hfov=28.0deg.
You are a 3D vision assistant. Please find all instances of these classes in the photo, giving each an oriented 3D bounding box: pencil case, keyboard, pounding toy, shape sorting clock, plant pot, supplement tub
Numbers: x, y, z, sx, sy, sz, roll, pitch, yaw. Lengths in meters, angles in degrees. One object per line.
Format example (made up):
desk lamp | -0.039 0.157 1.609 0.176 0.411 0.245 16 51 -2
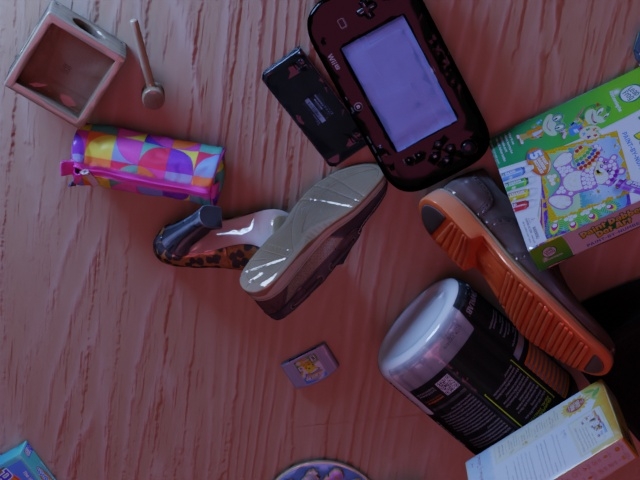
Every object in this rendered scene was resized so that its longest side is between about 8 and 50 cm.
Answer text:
pencil case | -0.259 -0.109 1.912 0.236 0.104 0.104 8 112 -1
keyboard | 0.007 -0.204 1.900 0.108 0.023 0.180 -32 108 21
pounding toy | -0.319 -0.258 1.864 0.206 0.094 0.181 30 106 -19
shape sorting clock | 0.004 0.462 2.157 0.206 0.040 0.206 1 112 3
plant pot | 0.477 0.169 1.943 0.167 0.188 0.187 -40 105 8
supplement tub | 0.258 0.221 1.963 0.316 0.193 0.193 41 108 -12

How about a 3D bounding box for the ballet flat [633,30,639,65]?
ballet flat | 0.544 -0.288 1.810 0.203 0.074 0.074 -5 112 8

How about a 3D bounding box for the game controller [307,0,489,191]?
game controller | 0.113 -0.227 1.850 0.166 0.067 0.319 -30 107 -1

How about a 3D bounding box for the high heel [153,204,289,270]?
high heel | -0.120 0.017 1.987 0.261 0.093 0.186 18 153 -29

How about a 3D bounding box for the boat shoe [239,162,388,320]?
boat shoe | 0.000 0.000 1.894 0.285 0.103 0.092 -47 132 -23

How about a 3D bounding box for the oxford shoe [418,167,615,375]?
oxford shoe | 0.308 0.035 1.851 0.133 0.130 0.363 -36 73 -21

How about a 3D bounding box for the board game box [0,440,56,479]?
board game box | -0.542 0.454 2.181 0.210 0.047 0.160 -29 107 13

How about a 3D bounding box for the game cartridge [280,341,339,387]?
game cartridge | -0.015 0.203 2.068 0.083 0.017 0.056 -28 111 14

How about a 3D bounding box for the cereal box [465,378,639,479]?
cereal box | 0.317 0.308 1.799 0.240 0.173 0.047 -35 107 15

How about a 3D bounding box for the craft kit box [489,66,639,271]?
craft kit box | 0.379 -0.102 1.797 0.247 0.250 0.061 -23 132 10
